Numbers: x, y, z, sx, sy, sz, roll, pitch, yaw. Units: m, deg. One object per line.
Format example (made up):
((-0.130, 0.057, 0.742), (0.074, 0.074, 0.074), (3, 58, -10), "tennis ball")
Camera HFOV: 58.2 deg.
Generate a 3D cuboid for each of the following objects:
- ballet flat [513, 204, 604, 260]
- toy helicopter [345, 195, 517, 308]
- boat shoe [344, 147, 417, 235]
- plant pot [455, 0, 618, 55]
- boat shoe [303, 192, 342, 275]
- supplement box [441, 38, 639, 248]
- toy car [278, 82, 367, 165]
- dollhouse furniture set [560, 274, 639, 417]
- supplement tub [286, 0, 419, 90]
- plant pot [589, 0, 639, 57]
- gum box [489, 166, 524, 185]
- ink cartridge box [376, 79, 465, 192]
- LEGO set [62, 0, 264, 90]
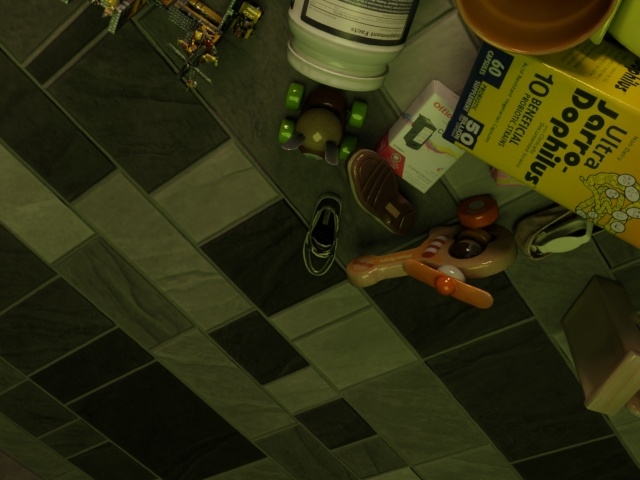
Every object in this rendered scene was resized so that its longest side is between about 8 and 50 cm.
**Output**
((0.546, -0.043, 1.150), (0.316, 0.106, 0.107), (-31, 115, 26), "ballet flat")
((0.223, 0.050, 1.187), (0.356, 0.234, 0.140), (-12, 123, 17), "toy helicopter")
((0.102, -0.098, 1.152), (0.095, 0.095, 0.257), (-48, 138, -8), "boat shoe")
((0.304, -0.392, 0.774), (0.205, 0.187, 0.205), (20, 152, 11), "plant pot")
((0.000, 0.000, 1.287), (0.078, 0.070, 0.219), (10, 126, 2), "boat shoe")
((0.415, -0.189, 0.914), (0.357, 0.195, 0.194), (34, 138, 18), "supplement box")
((-0.006, -0.193, 1.079), (0.155, 0.188, 0.148), (15, 126, -1), "toy car")
((0.767, 0.259, 1.238), (0.395, 0.256, 0.361), (16, 126, -3), "dollhouse furniture set")
((0.059, -0.388, 0.872), (0.191, 0.191, 0.272), (16, 126, -3), "supplement tub")
((0.507, -0.389, 0.847), (0.207, 0.227, 0.228), (17, 127, 5), "plant pot")
((0.427, -0.165, 1.109), (0.189, 0.062, 0.107), (0, 125, 8), "gum box")
((0.210, -0.199, 1.112), (0.128, 0.072, 0.175), (33, 124, -13), "ink cartridge box")
((-0.258, -0.423, 0.932), (0.331, 0.192, 0.255), (37, 133, -19), "LEGO set")
